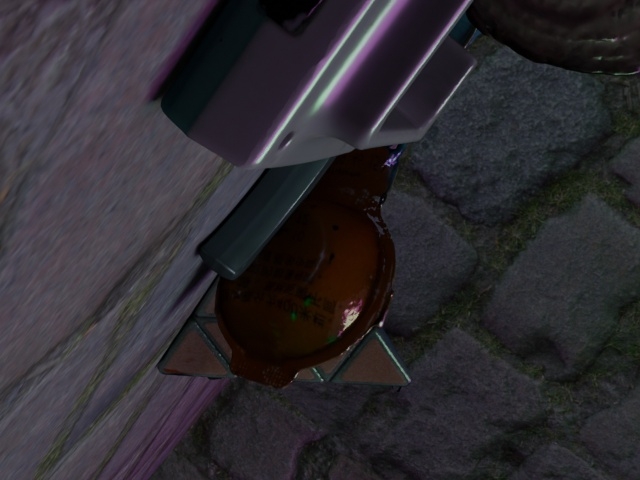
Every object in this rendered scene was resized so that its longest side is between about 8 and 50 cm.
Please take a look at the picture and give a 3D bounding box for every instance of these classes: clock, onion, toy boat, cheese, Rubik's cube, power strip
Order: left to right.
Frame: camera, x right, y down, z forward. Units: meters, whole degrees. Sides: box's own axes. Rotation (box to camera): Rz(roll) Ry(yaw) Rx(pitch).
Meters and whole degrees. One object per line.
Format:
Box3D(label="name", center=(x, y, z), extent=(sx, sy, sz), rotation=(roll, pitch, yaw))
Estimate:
Box3D(label="power strip", center=(-0.034, -0.054, 1.246), extent=(0.216, 0.044, 0.137), rotation=(-52, 178, -6))
Box3D(label="Rubik's cube", center=(-0.040, 0.060, 1.586), extent=(0.229, 0.228, 0.233), rotation=(3, 90, -42))
Box3D(label="cheese", center=(0.000, 0.000, 1.361), extent=(0.129, 0.217, 0.329), rotation=(48, 60, -51))
Box3D(label="clock", center=(0.052, -0.151, 0.726), extent=(0.262, 0.116, 0.231), rotation=(-54, 176, 13))
Box3D(label="toy boat", center=(0.175, -0.278, 1.578), extent=(0.077, 0.075, 0.185), rotation=(-58, 179, 36))
Box3D(label="onion", center=(0.289, -0.308, 1.337), extent=(0.314, 0.280, 0.146), rotation=(-53, -168, 5))
